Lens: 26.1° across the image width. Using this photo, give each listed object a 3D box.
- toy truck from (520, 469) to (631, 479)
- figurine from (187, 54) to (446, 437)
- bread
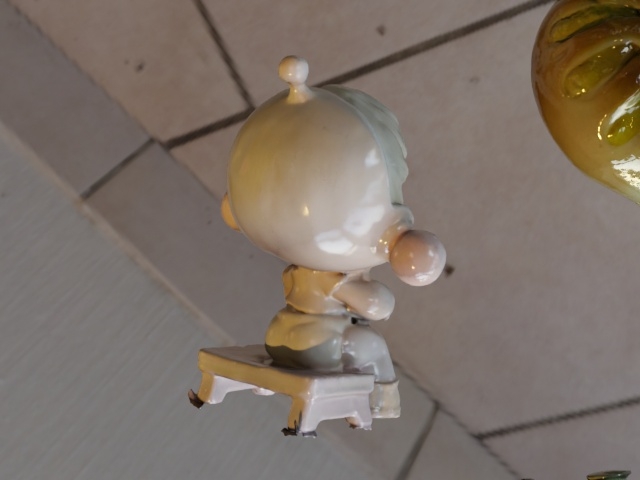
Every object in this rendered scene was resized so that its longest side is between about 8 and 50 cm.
[{"bbox_3d":[0.148,0.144,0.600,0.201,0.074,0.088,-13,81,54],"label":"toy truck"},{"bbox_3d":[-0.011,0.000,0.958,0.144,0.182,0.257,-2,99,-20],"label":"figurine"},{"bbox_3d":[0.412,-0.203,1.665,0.333,0.333,0.160,48,149,-6],"label":"bread"}]
